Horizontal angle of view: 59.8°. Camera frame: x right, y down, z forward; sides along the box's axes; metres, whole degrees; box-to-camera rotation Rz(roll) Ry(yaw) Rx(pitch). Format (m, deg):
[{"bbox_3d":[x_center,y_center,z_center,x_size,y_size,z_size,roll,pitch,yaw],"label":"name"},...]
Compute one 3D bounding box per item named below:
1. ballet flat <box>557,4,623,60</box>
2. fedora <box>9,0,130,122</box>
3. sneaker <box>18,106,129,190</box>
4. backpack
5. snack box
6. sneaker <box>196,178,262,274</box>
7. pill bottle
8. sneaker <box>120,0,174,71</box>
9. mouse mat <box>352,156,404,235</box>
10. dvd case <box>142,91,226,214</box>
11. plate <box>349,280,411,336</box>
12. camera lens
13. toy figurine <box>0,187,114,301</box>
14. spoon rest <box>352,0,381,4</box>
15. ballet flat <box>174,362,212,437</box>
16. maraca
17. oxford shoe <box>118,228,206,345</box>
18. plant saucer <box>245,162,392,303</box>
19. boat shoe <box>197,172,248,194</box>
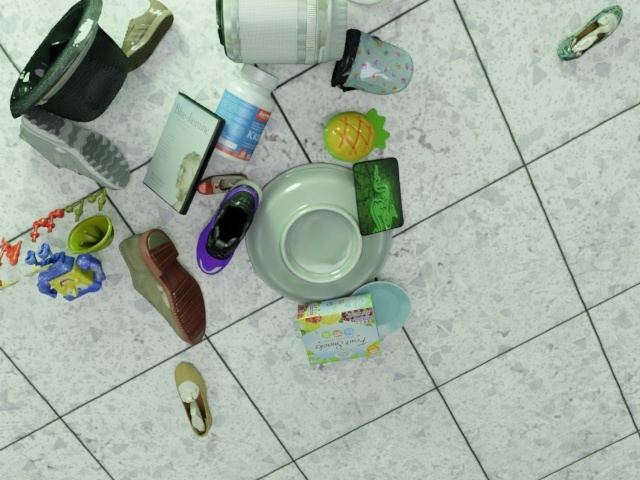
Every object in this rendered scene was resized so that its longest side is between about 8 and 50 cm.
[{"bbox_3d":[0.681,-0.511,1.381,0.188,0.070,0.070,-40,107,8],"label":"ballet flat"},{"bbox_3d":[-0.534,-0.369,1.231,0.334,0.334,0.152,-47,131,10],"label":"fedora"},{"bbox_3d":[-0.601,-0.215,1.369,0.281,0.105,0.115,38,135,-19],"label":"sneaker"},{"bbox_3d":[0.130,-0.415,1.340,0.182,0.115,0.152,15,103,-12],"label":"backpack"},{"bbox_3d":[0.054,0.249,1.546,0.207,0.070,0.174,-9,121,6],"label":"snack box"},{"bbox_3d":[-0.248,-0.010,1.404,0.102,0.146,0.293,25,118,-12],"label":"sneaker"},{"bbox_3d":[-0.186,-0.307,1.342,0.124,0.124,0.221,24,105,-12],"label":"pill bottle"},{"bbox_3d":[-0.425,-0.480,1.309,0.188,0.066,0.071,-44,83,10],"label":"sneaker"},{"bbox_3d":[0.152,-0.115,1.444,0.153,0.007,0.189,-14,103,-32],"label":"mouse mat"},{"bbox_3d":[-0.335,-0.212,1.351,0.022,0.180,0.253,7,114,-53],"label":"dvd case"},{"bbox_3d":[0.162,0.191,1.574,0.188,0.024,0.188,-2,118,-3],"label":"plate"},{"bbox_3d":[-0.088,-0.505,1.236,0.274,0.219,0.219,0,108,-5],"label":"camera lens"},{"bbox_3d":[-0.626,0.052,1.436,0.362,0.191,0.217,-25,139,9],"label":"toy figurine"},{"bbox_3d":[0.091,-0.633,1.216,0.137,0.084,0.276,16,151,11],"label":"spoon rest"},{"bbox_3d":[-0.362,0.462,1.602,0.080,0.073,0.232,-16,108,0],"label":"ballet flat"},{"bbox_3d":[0.092,-0.265,1.397,0.186,0.099,0.127,-19,100,-23],"label":"maraca"},{"bbox_3d":[-0.416,0.130,1.489,0.130,0.123,0.348,-9,112,26],"label":"oxford shoe"},{"bbox_3d":[0.000,0.000,1.471,0.400,0.100,0.400,-1,109,-4],"label":"plant saucer"},{"bbox_3d":[-0.254,-0.143,1.432,0.137,0.043,0.049,-11,110,0],"label":"boat shoe"}]
